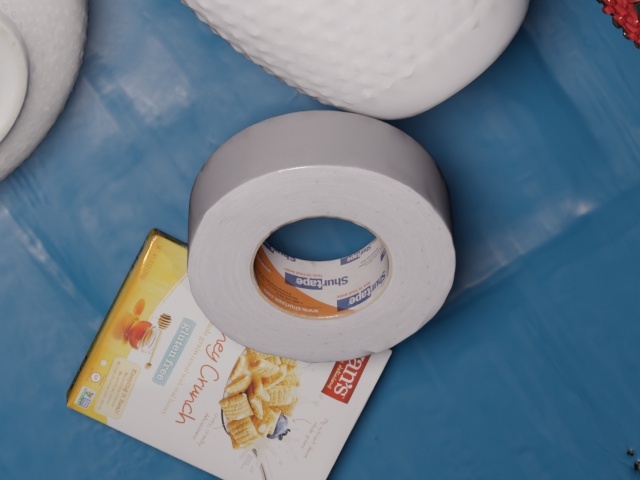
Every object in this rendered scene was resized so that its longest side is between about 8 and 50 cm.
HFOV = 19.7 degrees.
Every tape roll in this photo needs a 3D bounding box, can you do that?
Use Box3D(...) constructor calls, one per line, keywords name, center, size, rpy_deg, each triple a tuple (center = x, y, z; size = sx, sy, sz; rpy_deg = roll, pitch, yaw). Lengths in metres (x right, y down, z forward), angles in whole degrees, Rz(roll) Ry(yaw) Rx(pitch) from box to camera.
Box3D(name="tape roll", center=(0.000, 0.000, 1.509), size=(0.219, 0.072, 0.219), rpy_deg=(-1, 131, -1))

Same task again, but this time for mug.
Box3D(name="mug", center=(0.043, -0.290, 1.433), size=(0.374, 0.276, 0.328), rpy_deg=(-33, 117, 19))

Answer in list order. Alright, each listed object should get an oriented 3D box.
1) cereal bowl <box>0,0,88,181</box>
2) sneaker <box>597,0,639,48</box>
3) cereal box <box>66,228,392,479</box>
Box3D(name="cereal bowl", center=(-0.323, -0.144, 1.415), size=(0.339, 0.141, 0.339), rpy_deg=(-21, 134, -23))
Box3D(name="sneaker", center=(0.284, -0.274, 1.575), size=(0.125, 0.104, 0.261), rpy_deg=(-27, 104, -4))
Box3D(name="cereal box", center=(-0.080, 0.118, 1.629), size=(0.240, 0.047, 0.173), rpy_deg=(26, 94, -12))
